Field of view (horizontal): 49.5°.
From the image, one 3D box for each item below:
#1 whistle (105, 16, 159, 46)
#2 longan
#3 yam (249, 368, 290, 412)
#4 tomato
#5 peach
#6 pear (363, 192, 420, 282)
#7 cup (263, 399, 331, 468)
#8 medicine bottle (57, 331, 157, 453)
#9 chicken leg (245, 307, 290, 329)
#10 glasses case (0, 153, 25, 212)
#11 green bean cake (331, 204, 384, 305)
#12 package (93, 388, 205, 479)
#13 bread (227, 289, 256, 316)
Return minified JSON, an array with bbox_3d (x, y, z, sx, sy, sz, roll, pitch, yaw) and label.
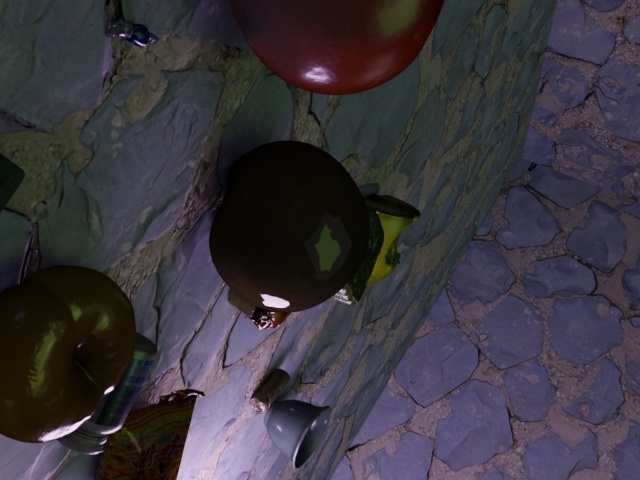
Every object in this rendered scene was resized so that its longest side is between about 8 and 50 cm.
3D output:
[{"bbox_3d":[-0.244,-0.269,0.904,0.033,0.029,0.083,-33,166,25],"label":"whistle"},{"bbox_3d":[-0.057,-0.022,1.281,0.319,0.319,0.318,-49,154,-34],"label":"longan"},{"bbox_3d":[-0.136,0.405,1.881,0.132,0.054,0.054,-47,153,-39],"label":"yam"},{"bbox_3d":[0.016,-0.373,1.018,0.321,0.322,0.321,-49,154,-34],"label":"tomato"},{"bbox_3d":[-0.359,0.148,0.940,0.251,0.153,0.251,-57,165,-25],"label":"peach"},{"bbox_3d":[0.153,0.008,1.967,0.238,0.164,0.255,-16,130,-65],"label":"pear"},{"bbox_3d":[-0.082,0.537,2.015,0.199,0.150,0.199,-49,154,-34],"label":"cup"},{"bbox_3d":[-0.348,0.238,1.115,0.191,0.107,0.107,-64,159,-1],"label":"medicine bottle"},{"bbox_3d":[-0.081,0.063,1.576,0.113,0.093,0.304,2,108,-75],"label":"chicken leg"},{"bbox_3d":[-0.411,-0.022,0.768,0.184,0.039,0.078,-60,158,-12],"label":"glasses case"},{"bbox_3d":[0.063,0.021,1.672,0.222,0.125,0.248,-66,158,-15],"label":"green bean cake"},{"bbox_3d":[-0.348,0.418,1.332,0.223,0.109,0.288,0,106,-61],"label":"package"},{"bbox_3d":[-0.141,0.116,1.503,0.109,0.080,0.084,-3,118,-64],"label":"bread"}]
